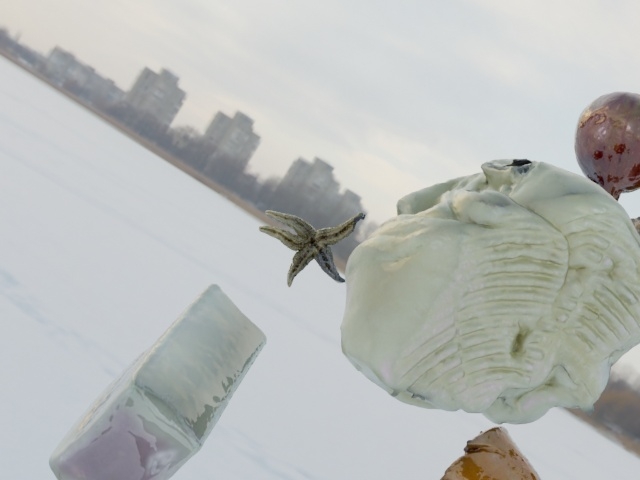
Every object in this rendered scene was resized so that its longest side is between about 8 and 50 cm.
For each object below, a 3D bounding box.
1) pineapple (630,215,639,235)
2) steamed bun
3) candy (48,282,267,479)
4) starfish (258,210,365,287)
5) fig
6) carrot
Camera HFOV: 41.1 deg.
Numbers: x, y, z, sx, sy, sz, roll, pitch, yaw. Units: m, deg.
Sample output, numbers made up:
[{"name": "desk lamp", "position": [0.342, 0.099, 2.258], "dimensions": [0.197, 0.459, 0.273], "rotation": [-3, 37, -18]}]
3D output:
[{"name": "pineapple", "position": [0.827, -0.012, 2.080], "dimensions": [0.169, 0.340, 0.169], "rotation": [61, 14, -25]}, {"name": "steamed bun", "position": [0.168, 0.045, 0.876], "dimensions": [0.319, 0.275, 0.206], "rotation": [10, 14, -25]}, {"name": "candy", "position": [-0.230, 0.231, 1.290], "dimensions": [0.145, 0.208, 0.359], "rotation": [45, 24, -6]}, {"name": "starfish", "position": [0.001, 0.004, 1.080], "dimensions": [0.133, 0.130, 0.041], "rotation": [60, -12, 17]}, {"name": "fig", "position": [0.492, -0.133, 1.400], "dimensions": [0.175, 0.207, 0.175], "rotation": [22, -12, 5]}, {"name": "carrot", "position": [0.312, 0.441, 1.325], "dimensions": [0.254, 0.196, 0.196], "rotation": [43, 5, 31]}]
